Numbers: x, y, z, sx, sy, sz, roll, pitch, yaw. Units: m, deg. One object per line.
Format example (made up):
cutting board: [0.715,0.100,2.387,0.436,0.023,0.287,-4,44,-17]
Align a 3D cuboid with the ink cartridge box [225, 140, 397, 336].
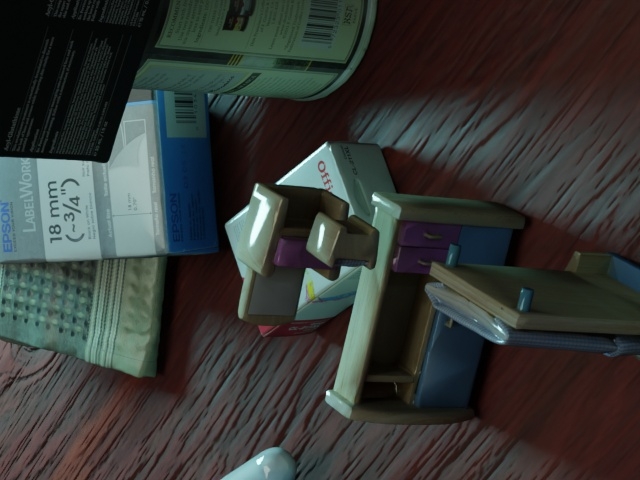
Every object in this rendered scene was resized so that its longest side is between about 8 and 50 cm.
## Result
ink cartridge box: [0.000,0.000,1.795,0.175,0.072,0.127,-36,64,41]

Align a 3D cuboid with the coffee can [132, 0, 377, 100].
coffee can: [-0.111,-0.237,1.764,0.201,0.275,0.202,0,90,47]

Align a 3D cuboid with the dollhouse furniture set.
dollhouse furniture set: [0.115,0.098,1.517,0.303,0.286,0.198,32,114,55]

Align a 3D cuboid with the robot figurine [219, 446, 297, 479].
robot figurine: [-0.072,0.352,1.784,0.353,0.199,0.300,-30,52,44]

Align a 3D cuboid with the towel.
towel: [-0.287,-0.028,2.083,0.312,0.056,0.324,13,100,28]

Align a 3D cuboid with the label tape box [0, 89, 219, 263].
label tape box: [-0.280,-0.095,1.982,0.333,0.106,0.241,-4,91,29]

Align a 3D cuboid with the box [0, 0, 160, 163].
box: [-0.240,-0.204,1.565,0.103,0.184,0.261,39,117,39]
